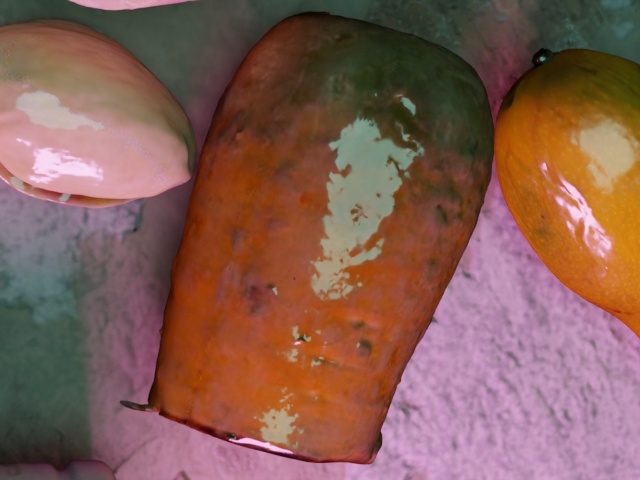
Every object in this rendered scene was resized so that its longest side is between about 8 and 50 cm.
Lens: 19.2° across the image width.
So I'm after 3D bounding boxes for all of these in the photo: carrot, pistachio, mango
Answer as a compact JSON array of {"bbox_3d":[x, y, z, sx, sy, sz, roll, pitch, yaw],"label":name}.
[{"bbox_3d":[0.000,0.000,1.476,0.224,0.224,0.340,17,93,-16],"label":"carrot"},{"bbox_3d":[-0.188,-0.102,1.467,0.200,0.117,0.145,16,73,-17],"label":"pistachio"},{"bbox_3d":[0.281,-0.019,1.592,0.187,0.144,0.359,-44,112,7],"label":"mango"}]

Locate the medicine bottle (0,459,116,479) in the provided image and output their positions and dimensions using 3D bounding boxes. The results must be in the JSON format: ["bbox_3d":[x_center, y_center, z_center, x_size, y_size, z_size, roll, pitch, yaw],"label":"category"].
[{"bbox_3d":[-0.315,0.280,1.439,0.325,0.212,0.212,-3,99,-15],"label":"medicine bottle"}]

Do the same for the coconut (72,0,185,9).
[{"bbox_3d":[-0.130,-0.286,1.389,0.259,0.259,0.259,-2,98,-14],"label":"coconut"}]
